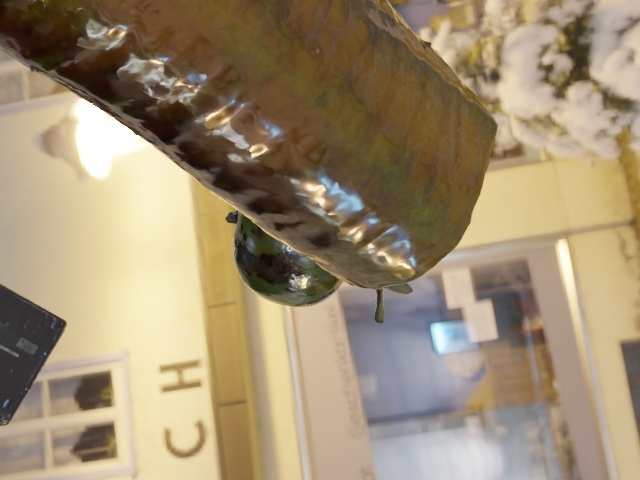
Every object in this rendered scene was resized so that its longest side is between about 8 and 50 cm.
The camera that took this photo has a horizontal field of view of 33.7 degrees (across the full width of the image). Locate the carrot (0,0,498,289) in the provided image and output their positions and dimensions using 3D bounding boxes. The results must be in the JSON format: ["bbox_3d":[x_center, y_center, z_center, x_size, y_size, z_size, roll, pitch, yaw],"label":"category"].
[{"bbox_3d":[-0.059,-0.097,0.364,0.302,0.114,0.114,37,-146,-35],"label":"carrot"}]

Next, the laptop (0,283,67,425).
[{"bbox_3d":[-0.432,0.113,1.277,0.154,0.207,0.026,-63,10,-25],"label":"laptop"}]

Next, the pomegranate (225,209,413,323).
[{"bbox_3d":[-0.005,0.001,1.003,0.148,0.169,0.148,-38,-43,-46],"label":"pomegranate"}]
